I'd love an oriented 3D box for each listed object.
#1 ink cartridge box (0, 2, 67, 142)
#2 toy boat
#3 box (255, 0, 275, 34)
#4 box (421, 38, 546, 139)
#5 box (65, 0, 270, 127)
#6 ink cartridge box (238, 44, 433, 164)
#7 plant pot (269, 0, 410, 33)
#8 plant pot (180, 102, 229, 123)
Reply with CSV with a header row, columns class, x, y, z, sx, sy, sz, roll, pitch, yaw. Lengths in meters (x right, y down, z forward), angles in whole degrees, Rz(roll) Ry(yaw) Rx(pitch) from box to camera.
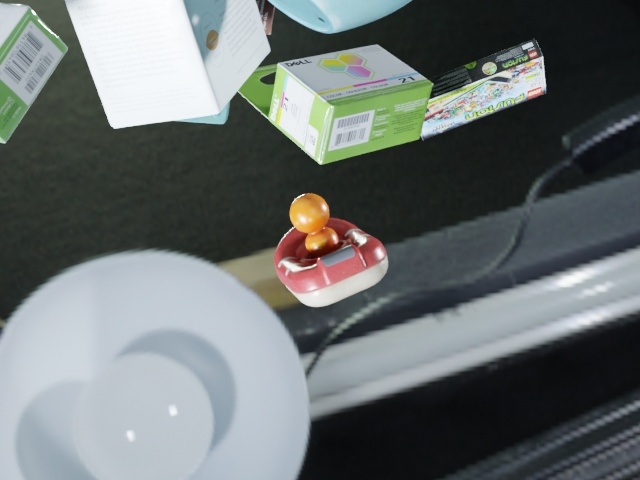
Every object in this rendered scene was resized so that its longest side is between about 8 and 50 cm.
class,x,y,z,sx,sy,sz,roll,pitch,yaw
ink cartridge box,-0.340,-0.162,1.215,0.209,0.062,0.109,13,-115,39
toy boat,0.000,0.000,1.995,0.151,0.151,0.231,-23,-167,-9
box,-0.264,-0.518,2.475,0.381,0.191,0.143,8,-155,-9
box,0.238,-0.228,2.013,0.207,0.114,0.036,-21,-116,4
box,-0.218,-0.354,1.733,0.168,0.345,0.215,-5,-152,22
ink cartridge box,0.003,-0.227,1.892,0.189,0.097,0.255,-17,-136,-35
plant pot,0.015,-0.377,1.654,0.290,0.290,0.195,29,-99,36
plant pot,-0.219,-0.293,2.205,0.165,0.166,0.234,3,-148,-15
